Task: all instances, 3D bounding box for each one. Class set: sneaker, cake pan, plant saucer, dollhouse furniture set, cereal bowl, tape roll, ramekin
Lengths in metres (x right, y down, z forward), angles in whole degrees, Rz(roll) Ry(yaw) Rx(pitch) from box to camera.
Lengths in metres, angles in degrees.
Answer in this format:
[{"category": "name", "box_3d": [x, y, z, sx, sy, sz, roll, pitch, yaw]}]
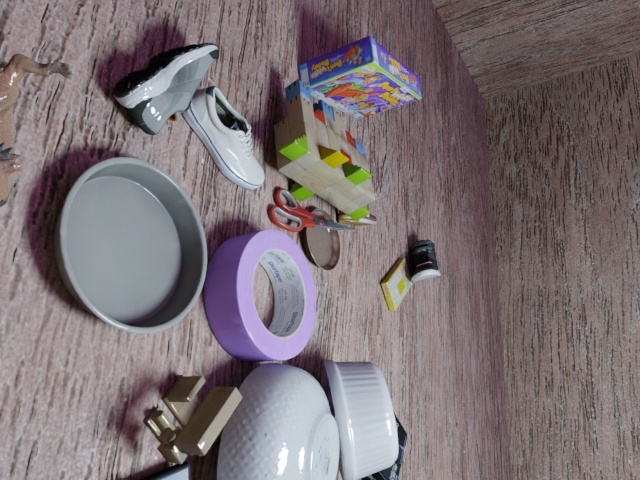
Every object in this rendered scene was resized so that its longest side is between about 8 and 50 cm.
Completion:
[{"category": "sneaker", "box_3d": [-0.278, -0.297, 1.017, 0.271, 0.100, 0.107, -58, 139, -41]}, {"category": "sneaker", "box_3d": [-0.185, -0.209, 1.129, 0.258, 0.091, 0.094, 51, 40, -38]}, {"category": "cake pan", "box_3d": [-0.310, 0.009, 0.889, 0.293, 0.054, 0.292, 26, 59, -53]}, {"category": "plant saucer", "box_3d": [0.000, 0.000, 1.430, 0.168, 0.029, 0.168, 26, 58, -52]}, {"category": "sneaker", "box_3d": [0.115, -0.089, 1.610, 0.186, 0.070, 0.083, 3, 83, -59]}, {"category": "dollhouse furniture set", "box_3d": [-0.191, 0.319, 0.890, 0.123, 0.151, 0.144, 65, 35, -23]}, {"category": "cereal bowl", "box_3d": [-0.054, 0.409, 1.028, 0.339, 0.141, 0.338, -3, 90, -70]}, {"category": "tape roll", "box_3d": [-0.119, 0.117, 1.136, 0.275, 0.090, 0.274, 25, 60, -53]}, {"category": "sneaker", "box_3d": [0.367, 0.070, 1.920, 0.296, 0.105, 0.146, 7, 71, -75]}, {"category": "ramekin", "box_3d": [0.088, 0.401, 1.220, 0.273, 0.127, 0.272, 171, -90, -85]}]

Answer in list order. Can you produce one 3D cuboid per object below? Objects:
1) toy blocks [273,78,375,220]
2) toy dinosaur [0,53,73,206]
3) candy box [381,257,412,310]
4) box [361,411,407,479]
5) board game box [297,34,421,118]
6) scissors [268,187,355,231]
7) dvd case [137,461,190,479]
[{"category": "toy blocks", "box_3d": [0.009, -0.247, 1.412, 0.381, 0.191, 0.260, 29, 44, -46]}, {"category": "toy dinosaur", "box_3d": [-0.459, -0.194, 0.653, 0.295, 0.127, 0.200, 46, 51, -35]}, {"category": "candy box", "box_3d": [0.262, 0.147, 1.815, 0.206, 0.027, 0.105, -41, 114, -57]}, {"category": "box", "box_3d": [0.162, 0.565, 1.462, 0.147, 0.078, 0.180, 60, 36, -27]}, {"category": "board game box", "box_3d": [0.126, -0.472, 1.595, 0.347, 0.234, 0.077, 5, 76, -58]}, {"category": "scissors", "box_3d": [-0.014, -0.039, 1.369, 0.297, 0.021, 0.108, 28, 50, -38]}, {"category": "dvd case", "box_3d": [-0.265, 0.492, 0.814, 0.180, 0.022, 0.252, 4, 82, -58]}]
